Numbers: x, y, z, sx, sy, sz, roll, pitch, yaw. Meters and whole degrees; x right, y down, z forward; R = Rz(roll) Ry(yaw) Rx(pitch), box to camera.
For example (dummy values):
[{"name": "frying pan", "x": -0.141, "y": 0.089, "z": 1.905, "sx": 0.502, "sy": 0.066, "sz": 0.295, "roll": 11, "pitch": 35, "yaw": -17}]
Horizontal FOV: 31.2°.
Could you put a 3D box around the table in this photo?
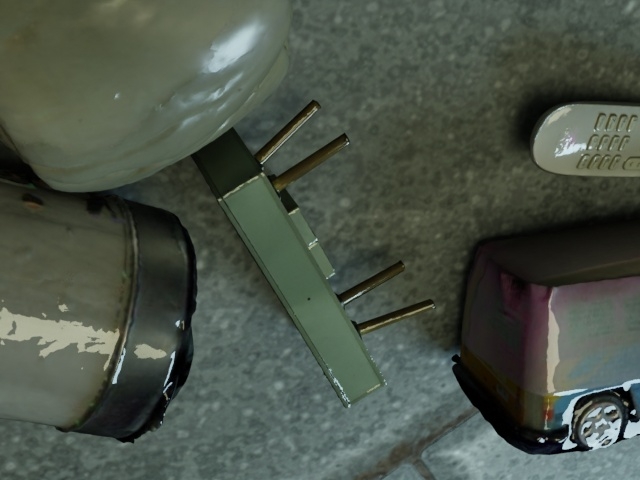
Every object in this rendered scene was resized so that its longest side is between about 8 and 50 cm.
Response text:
[{"name": "table", "x": 0.000, "y": 0.000, "z": 0.936, "sx": 0.111, "sy": 0.121, "sz": 0.240, "roll": -32, "pitch": 126, "yaw": -2}]

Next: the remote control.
[{"name": "remote control", "x": 0.280, "y": -0.096, "z": 1.044, "sx": 0.229, "sy": 0.044, "sz": 0.073, "roll": -3, "pitch": 123, "yaw": -30}]

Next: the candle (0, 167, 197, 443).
[{"name": "candle", "x": -0.258, "y": 0.033, "z": 0.816, "sx": 0.330, "sy": 0.187, "sz": 0.187, "roll": 14, "pitch": 112, "yaw": -27}]

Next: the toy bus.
[{"name": "toy bus", "x": 0.329, "y": 0.065, "z": 1.079, "sx": 0.386, "sy": 0.171, "sz": 0.162, "roll": -8, "pitch": 117, "yaw": -18}]

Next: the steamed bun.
[{"name": "steamed bun", "x": -0.152, "y": -0.190, "z": 0.696, "sx": 0.247, "sy": 0.236, "sz": 0.383, "roll": -26, "pitch": 124, "yaw": -5}]
